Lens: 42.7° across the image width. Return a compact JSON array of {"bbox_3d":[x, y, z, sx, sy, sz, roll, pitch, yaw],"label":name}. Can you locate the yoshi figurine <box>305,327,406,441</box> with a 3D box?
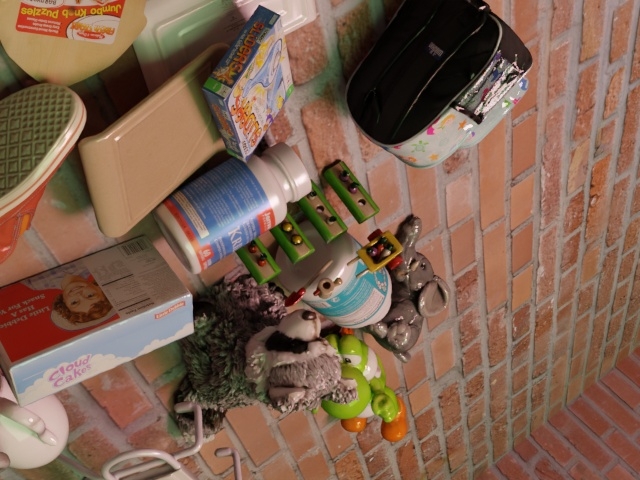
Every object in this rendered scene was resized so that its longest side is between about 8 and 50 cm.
[{"bbox_3d":[0.072,0.341,1.762,0.203,0.203,0.362,-33,140,-5],"label":"yoshi figurine"}]

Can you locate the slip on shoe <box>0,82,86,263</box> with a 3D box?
[{"bbox_3d":[-0.392,-0.053,0.990,0.331,0.123,0.101,-49,159,12],"label":"slip on shoe"}]

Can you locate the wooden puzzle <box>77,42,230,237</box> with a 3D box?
[{"bbox_3d":[-0.210,-0.132,1.081,0.238,0.044,0.221,-41,162,-26],"label":"wooden puzzle"}]

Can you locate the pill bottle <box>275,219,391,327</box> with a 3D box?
[{"bbox_3d":[0.038,0.072,1.494,0.146,0.146,0.264,-46,145,2],"label":"pill bottle"}]

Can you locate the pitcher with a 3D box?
[{"bbox_3d":[-0.441,0.265,1.199,0.125,0.177,0.207,-57,148,-23],"label":"pitcher"}]

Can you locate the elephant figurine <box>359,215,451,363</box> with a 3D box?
[{"bbox_3d":[0.182,0.104,1.676,0.239,0.169,0.186,-55,175,-11],"label":"elephant figurine"}]

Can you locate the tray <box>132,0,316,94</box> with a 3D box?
[{"bbox_3d":[-0.118,-0.292,1.081,0.270,0.030,0.145,-31,141,-17],"label":"tray"}]

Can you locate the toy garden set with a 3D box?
[{"bbox_3d":[0.000,0.000,1.334,0.244,0.204,0.049,-32,167,-18],"label":"toy garden set"}]

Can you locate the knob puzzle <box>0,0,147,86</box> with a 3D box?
[{"bbox_3d":[-0.290,-0.265,0.939,0.213,0.030,0.213,-26,141,-24],"label":"knob puzzle"}]

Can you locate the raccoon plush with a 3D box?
[{"bbox_3d":[-0.094,0.274,1.437,0.216,0.299,0.446,-20,138,-30],"label":"raccoon plush"}]

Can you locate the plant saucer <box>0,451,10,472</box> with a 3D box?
[{"bbox_3d":[-0.619,0.319,1.062,0.400,0.100,0.400,-19,169,-4],"label":"plant saucer"}]

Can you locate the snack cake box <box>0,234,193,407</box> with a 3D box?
[{"bbox_3d":[-0.332,0.108,1.166,0.264,0.152,0.089,-22,139,-27],"label":"snack cake box"}]

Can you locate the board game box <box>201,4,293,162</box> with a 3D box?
[{"bbox_3d":[-0.092,-0.203,1.096,0.136,0.035,0.201,-59,169,-12],"label":"board game box"}]

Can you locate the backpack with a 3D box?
[{"bbox_3d":[0.171,-0.240,1.249,0.253,0.225,0.191,-47,139,11],"label":"backpack"}]

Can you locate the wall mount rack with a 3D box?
[{"bbox_3d":[-0.310,0.394,1.398,0.304,0.130,0.350,-17,141,5],"label":"wall mount rack"}]

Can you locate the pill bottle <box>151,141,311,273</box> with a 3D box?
[{"bbox_3d":[-0.128,-0.056,1.224,0.221,0.124,0.124,-33,143,-15],"label":"pill bottle"}]
